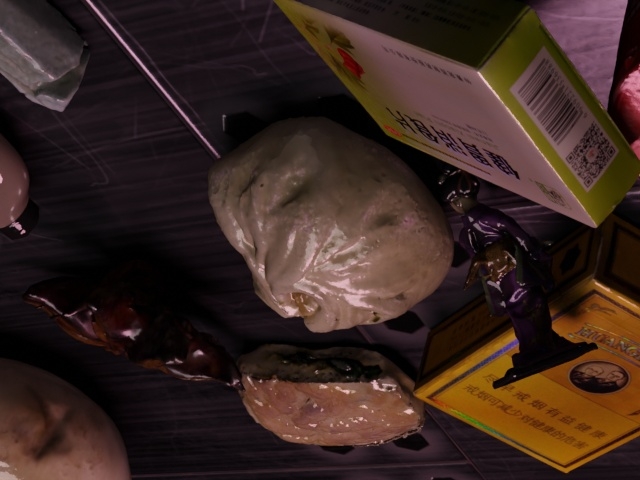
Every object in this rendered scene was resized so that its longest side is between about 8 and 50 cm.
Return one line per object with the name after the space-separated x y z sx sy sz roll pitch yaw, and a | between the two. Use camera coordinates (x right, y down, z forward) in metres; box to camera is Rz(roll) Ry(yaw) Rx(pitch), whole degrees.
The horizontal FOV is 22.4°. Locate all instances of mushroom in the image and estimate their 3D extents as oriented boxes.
-0.392 0.291 1.925 0.315 0.315 0.356 26 111 -14 | mushroom

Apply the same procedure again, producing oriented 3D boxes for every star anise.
-0.183 0.077 1.663 0.272 0.102 0.272 23 172 4 | star anise

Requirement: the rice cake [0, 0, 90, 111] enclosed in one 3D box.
-0.307 -0.226 1.294 0.063 0.066 0.336 -6 140 44 | rice cake

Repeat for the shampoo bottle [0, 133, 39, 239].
-0.353 -0.090 1.498 0.127 0.078 0.257 -11 139 34 | shampoo bottle

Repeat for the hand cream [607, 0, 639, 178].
0.301 -0.120 1.133 0.193 0.125 0.193 12 147 8 | hand cream

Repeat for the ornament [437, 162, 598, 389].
0.155 0.024 1.382 0.088 0.203 0.081 -21 164 -11 | ornament

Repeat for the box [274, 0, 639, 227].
0.093 -0.118 1.167 0.260 0.062 0.175 29 166 51 | box

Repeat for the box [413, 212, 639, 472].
0.248 0.105 1.517 0.193 0.084 0.301 27 145 -16 | box

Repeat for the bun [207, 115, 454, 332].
0.000 0.000 1.420 0.231 0.133 0.231 18 152 10 | bun

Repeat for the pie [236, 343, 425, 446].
0.012 0.178 1.755 0.218 0.052 0.185 1 142 19 | pie
